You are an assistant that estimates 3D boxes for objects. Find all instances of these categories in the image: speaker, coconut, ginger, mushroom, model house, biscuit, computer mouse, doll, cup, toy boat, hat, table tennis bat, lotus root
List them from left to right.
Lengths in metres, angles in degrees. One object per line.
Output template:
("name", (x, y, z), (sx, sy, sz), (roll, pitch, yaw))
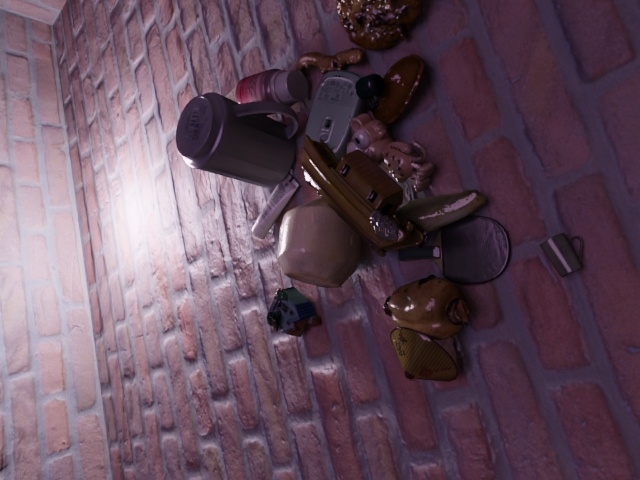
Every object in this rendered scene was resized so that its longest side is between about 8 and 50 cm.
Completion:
("cup", (-0.245, -0.336, 1.541), (0.322, 0.326, 0.237), (-33, 61, 32))
("model house", (-0.078, 0.245, 1.542), (0.148, 0.119, 0.148), (33, 111, 29))
("coconut", (0.000, 0.000, 1.390), (0.244, 0.245, 0.248), (-3, 69, 42))
("ginger", (0.019, -0.546, 1.490), (0.288, 0.075, 0.089), (7, 66, 42))
("computer mouse", (0.046, -0.358, 1.445), (0.159, 0.097, 0.289), (18, 92, 26))
("toy boat", (0.092, -0.137, 1.253), (0.445, 0.135, 0.162), (47, 118, 34))
("speaker", (0.144, -0.412, 1.348), (0.075, 0.060, 0.095), (5, 123, 56))
("biscuit", (0.143, -0.682, 1.296), (0.289, 0.081, 0.334), (34, 137, 31))
("doll", (0.181, -0.237, 1.302), (0.278, 0.119, 0.154), (34, 146, 35))
("hat", (0.236, 0.310, 1.201), (0.193, 0.082, 0.193), (33, 151, 21))
("mushroom", (0.262, -0.060, 1.248), (0.333, 0.087, 0.107), (-31, 54, 35))
("lotus root", (0.270, 0.165, 1.206), (0.256, 0.140, 0.155), (-2, 101, 52))
("table tennis bat", (0.331, 0.030, 1.229), (0.301, 0.022, 0.174), (-7, 83, 42))
("cup", (0.527, 0.029, 1.042), (0.054, 0.074, 0.083), (109, 138, -66))

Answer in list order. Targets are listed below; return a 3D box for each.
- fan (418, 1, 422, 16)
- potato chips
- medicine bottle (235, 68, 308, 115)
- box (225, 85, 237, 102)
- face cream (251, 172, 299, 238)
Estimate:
("fan", (0.272, -0.711, 1.270), (0.152, 0.008, 0.227), (13, 112, 14))
("potato chips", (0.216, -0.408, 1.319), (0.202, 0.049, 0.150), (-54, 37, 27))
("medicine bottle", (-0.162, -0.492, 1.605), (0.247, 0.147, 0.147), (1, 90, 41))
("box", (-0.364, -0.486, 1.860), (0.220, 0.032, 0.122), (-25, 73, 38))
("face cream", (-0.158, -0.117, 1.656), (0.244, 0.058, 0.092), (-56, 50, 20))
